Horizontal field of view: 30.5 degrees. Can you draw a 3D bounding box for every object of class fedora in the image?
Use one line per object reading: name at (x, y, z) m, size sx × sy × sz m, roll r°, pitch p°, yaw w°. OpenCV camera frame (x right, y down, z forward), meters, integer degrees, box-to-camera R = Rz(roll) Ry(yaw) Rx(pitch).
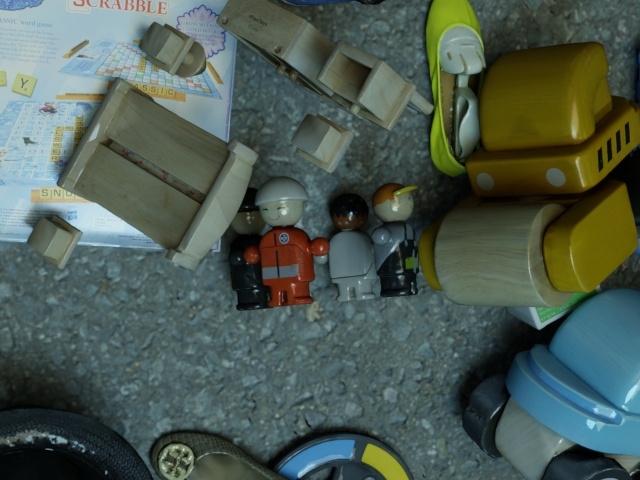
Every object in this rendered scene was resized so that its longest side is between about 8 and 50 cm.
fedora at (-0.340, 0.312, 1.347) m, size 0.334 × 0.152 × 0.334 m, roll -6°, pitch 115°, yaw -12°

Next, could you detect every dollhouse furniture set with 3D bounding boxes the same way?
dollhouse furniture set at (-0.088, -0.061, 1.256) m, size 0.355 × 0.303 × 0.174 m, roll -59°, pitch 146°, yaw 2°

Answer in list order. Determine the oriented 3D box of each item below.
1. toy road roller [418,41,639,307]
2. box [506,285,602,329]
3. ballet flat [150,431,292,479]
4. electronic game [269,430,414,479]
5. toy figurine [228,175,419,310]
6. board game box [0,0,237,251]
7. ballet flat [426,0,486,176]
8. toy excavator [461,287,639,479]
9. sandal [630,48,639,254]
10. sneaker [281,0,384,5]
toy road roller at (0.255, -0.087, 1.373) m, size 0.329 × 0.202 × 0.241 m, roll -37°, pitch 116°, yaw -42°
box at (0.289, 0.047, 1.518) m, size 0.101 × 0.102 × 0.087 m, roll -26°, pitch 105°, yaw -9°
ballet flat at (-0.094, 0.309, 1.450) m, size 0.250 × 0.058 × 0.084 m, roll 27°, pitch 93°, yaw -2°
electronic game at (0.020, 0.359, 1.526) m, size 0.229 × 0.048 × 0.229 m, roll -3°, pitch 101°, yaw -16°
toy figurine at (0.000, 0.000, 1.371) m, size 0.209 × 0.213 × 0.148 m, roll -4°, pitch 86°, yaw -18°
board game box at (-0.260, -0.153, 1.337) m, size 0.318 × 0.066 × 0.318 m, roll 4°, pitch 99°, yaw -18°
ballet flat at (0.175, -0.192, 1.452) m, size 0.077 × 0.077 × 0.231 m, roll -3°, pitch 101°, yaw -15°
toy excavator at (0.457, 0.136, 1.473) m, size 0.433 × 0.222 × 0.445 m, roll 11°, pitch 111°, yaw -32°
sandal at (0.448, -0.104, 1.530) m, size 0.138 × 0.126 × 0.317 m, roll -13°, pitch 102°, yaw -10°
sneaker at (0.025, -0.306, 1.382) m, size 0.152 × 0.084 × 0.058 m, roll -5°, pitch 102°, yaw -15°
